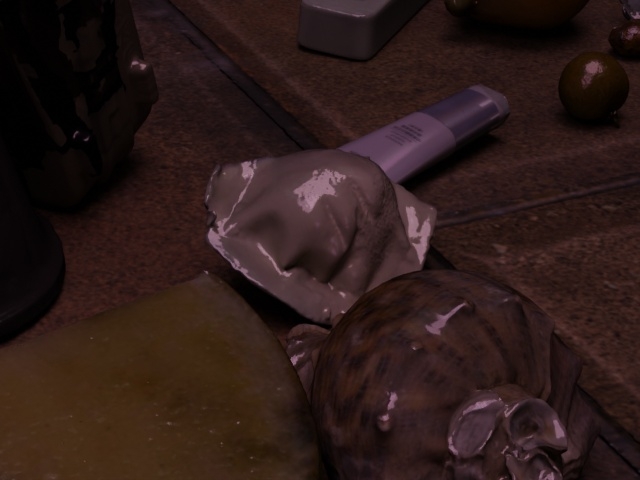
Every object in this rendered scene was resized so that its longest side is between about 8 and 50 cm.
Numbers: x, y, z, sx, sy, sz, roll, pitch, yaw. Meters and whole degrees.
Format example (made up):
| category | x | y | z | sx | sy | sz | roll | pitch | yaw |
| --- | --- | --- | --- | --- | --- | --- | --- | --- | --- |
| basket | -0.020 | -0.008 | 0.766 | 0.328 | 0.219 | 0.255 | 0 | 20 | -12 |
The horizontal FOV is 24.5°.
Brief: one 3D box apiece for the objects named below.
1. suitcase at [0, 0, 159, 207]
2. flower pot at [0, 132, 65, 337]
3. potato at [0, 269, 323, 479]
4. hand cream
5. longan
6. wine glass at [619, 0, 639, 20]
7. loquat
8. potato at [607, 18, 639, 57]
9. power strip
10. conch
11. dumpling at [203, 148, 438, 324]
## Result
| category | x | y | z | sx | sy | sz | roll | pitch | yaw |
| --- | --- | --- | --- | --- | --- | --- | --- | --- | --- |
| suitcase | -0.327 | -0.217 | 1.284 | 0.339 | 0.352 | 0.194 | 14 | 49 | 21 |
| flower pot | -0.338 | -0.037 | 1.161 | 0.268 | 0.166 | 0.269 | 2 | 32 | -1 |
| potato | -0.113 | 0.162 | 0.891 | 0.269 | 0.112 | 0.255 | -23 | 42 | -26 |
| hand cream | 0.081 | -0.085 | 1.382 | 0.079 | 0.048 | 0.255 | 28 | 40 | 34 |
| longan | 0.280 | -0.150 | 1.496 | 0.075 | 0.075 | 0.083 | -23 | 80 | -37 |
| wine glass | 0.447 | -0.311 | 1.741 | 0.183 | 0.122 | 0.122 | -19 | 36 | -41 |
| loquat | 0.224 | -0.311 | 1.684 | 0.204 | 0.149 | 0.172 | -27 | 41 | -18 |
| potato | 0.362 | -0.229 | 1.656 | 0.083 | 0.040 | 0.051 | -12 | 38 | -21 |
| power strip | 0.086 | -0.315 | 1.762 | 0.091 | 0.062 | 0.385 | 16 | 34 | 17 |
| conch | 0.078 | 0.090 | 0.976 | 0.210 | 0.159 | 0.291 | -15 | 33 | -25 |
| dumpling | 0.003 | -0.001 | 1.193 | 0.181 | 0.111 | 0.155 | -1 | 61 | 7 |
